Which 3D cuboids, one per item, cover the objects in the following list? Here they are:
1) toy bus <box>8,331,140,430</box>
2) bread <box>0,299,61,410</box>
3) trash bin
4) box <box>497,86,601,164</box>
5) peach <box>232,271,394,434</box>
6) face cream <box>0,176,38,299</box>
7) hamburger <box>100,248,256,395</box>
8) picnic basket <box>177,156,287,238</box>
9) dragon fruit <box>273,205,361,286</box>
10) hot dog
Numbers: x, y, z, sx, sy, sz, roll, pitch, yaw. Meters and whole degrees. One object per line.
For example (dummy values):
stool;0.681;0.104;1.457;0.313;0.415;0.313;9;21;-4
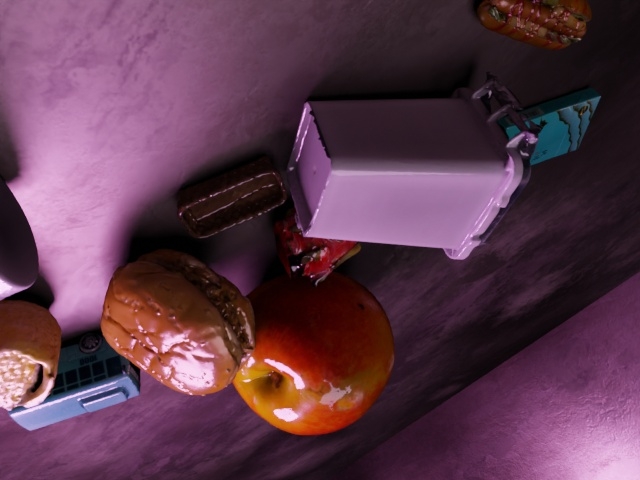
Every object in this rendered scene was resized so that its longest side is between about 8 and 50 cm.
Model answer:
toy bus;-0.520;0.298;1.145;0.256;0.147;0.128;-15;146;-14
bread;-0.573;0.206;0.967;0.197;0.170;0.197;-15;132;-17
trash bin;0.147;-0.134;0.928;0.368;0.255;0.296;0;141;-20
box;0.484;-0.233;1.169;0.226;0.042;0.161;-19;147;-8
peach;-0.013;0.237;1.208;0.388;0.388;0.388;-17;145;-12
face cream;-0.517;0.007;0.704;0.187;0.201;0.201;-22;146;-7
hamburger;-0.270;0.168;1.015;0.158;0.319;0.318;-51;172;-48
picnic basket;-0.160;-0.077;0.952;0.193;0.054;0.110;-24;147;-3
dragon fruit;0.000;0.000;1.075;0.172;0.160;0.166;-19;104;-16
hot dog;0.369;-0.372;0.882;0.250;0.076;0.104;3;136;-33
